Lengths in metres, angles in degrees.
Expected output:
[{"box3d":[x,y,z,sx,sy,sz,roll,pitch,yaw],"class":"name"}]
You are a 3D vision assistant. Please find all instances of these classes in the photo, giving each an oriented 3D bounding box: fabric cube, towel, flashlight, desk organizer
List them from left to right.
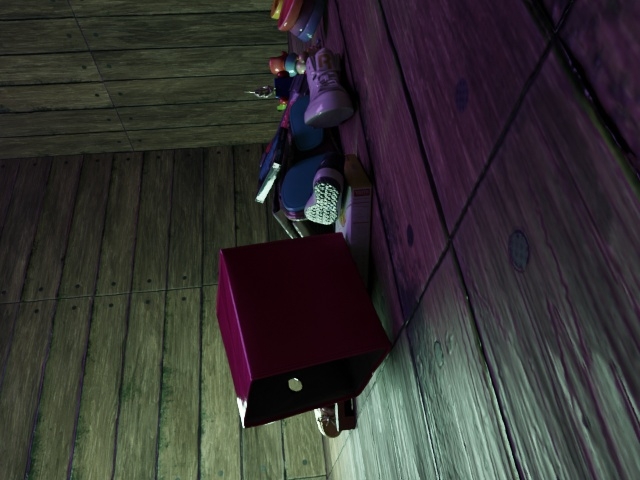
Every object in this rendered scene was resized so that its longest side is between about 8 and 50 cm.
[{"box3d":[-0.087,-0.348,1.469,0.103,0.103,0.304,-18,-48,-77],"class":"flashlight"},{"box3d":[-0.054,0.173,0.945,0.259,0.254,0.258,106,148,-51],"class":"fabric cube"},{"box3d":[-0.032,-0.071,1.379,0.324,0.056,0.312,52,-158,-36],"class":"towel"},{"box3d":[0.070,0.487,1.414,0.047,0.050,0.130,-119,25,-78],"class":"desk organizer"}]

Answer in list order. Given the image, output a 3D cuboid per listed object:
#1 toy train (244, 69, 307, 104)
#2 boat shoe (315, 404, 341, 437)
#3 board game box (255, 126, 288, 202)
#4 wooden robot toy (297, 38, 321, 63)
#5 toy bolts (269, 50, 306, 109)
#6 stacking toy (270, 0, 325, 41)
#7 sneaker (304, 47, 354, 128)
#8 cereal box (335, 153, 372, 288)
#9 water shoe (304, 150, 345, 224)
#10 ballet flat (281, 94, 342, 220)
[{"box3d":[-0.121,-0.496,1.620,0.143,0.248,0.105,-108,13,-88],"class":"toy train"},{"box3d":[0.031,0.516,1.577,0.089,0.105,0.285,-118,25,-84],"class":"boat shoe"},{"box3d":[-0.134,-0.202,1.313,0.186,0.026,0.126,129,152,-54],"class":"board game box"},{"box3d":[-0.033,-0.551,1.492,0.076,0.079,0.173,94,171,-57],"class":"wooden robot toy"},{"box3d":[-0.079,-0.645,1.928,0.218,0.159,0.228,-50,-34,-31],"class":"toy bolts"},{"box3d":[-0.024,-0.725,1.382,0.279,0.131,0.309,-60,27,30],"class":"stacking toy"},{"box3d":[0.007,-0.344,1.071,0.292,0.108,0.169,-117,20,-80],"class":"sneaker"},{"box3d":[0.065,-0.041,1.014,0.173,0.047,0.240,-105,12,-60],"class":"cereal box"},{"box3d":[0.018,-0.099,0.954,0.203,0.073,0.080,114,174,-66],"class":"water shoe"},{"box3d":[-0.006,-0.191,1.280,0.182,0.164,0.482,60,-160,-44],"class":"ballet flat"}]
